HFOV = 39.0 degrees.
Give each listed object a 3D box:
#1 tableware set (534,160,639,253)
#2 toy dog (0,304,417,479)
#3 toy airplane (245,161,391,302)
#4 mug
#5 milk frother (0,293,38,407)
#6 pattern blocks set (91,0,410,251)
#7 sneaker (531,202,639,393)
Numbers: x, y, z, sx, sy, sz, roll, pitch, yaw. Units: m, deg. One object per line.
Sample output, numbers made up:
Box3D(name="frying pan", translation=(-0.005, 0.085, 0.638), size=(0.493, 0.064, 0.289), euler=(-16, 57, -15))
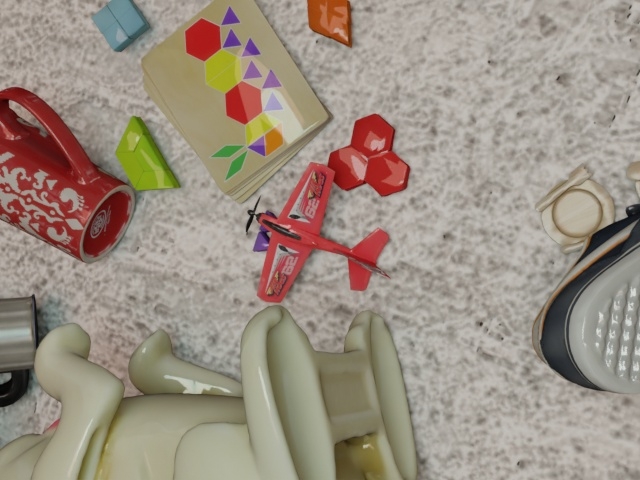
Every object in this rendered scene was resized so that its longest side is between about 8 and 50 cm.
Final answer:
Box3D(name="tableware set", translation=(0.279, 0.002, 0.791), size=(0.141, 0.020, 0.168), euler=(-24, 81, 16))
Box3D(name="toy dog", translation=(-0.131, 0.254, 0.806), size=(0.408, 0.284, 0.395), euler=(-15, 88, 23))
Box3D(name="toy airplane", translation=(0.000, 0.000, 0.862), size=(0.151, 0.028, 0.151), euler=(3, 107, 9))
Box3D(name="mug", translation=(-0.288, -0.062, 0.923), size=(0.169, 0.150, 0.113), euler=(29, 68, 13))
Box3D(name="milk frother", translation=(-0.375, 0.098, 0.975), size=(0.135, 0.143, 0.129), euler=(-3, 131, -16))
Box3D(name="pattern blocks set", translation=(-0.084, -0.145, 0.909), size=(0.285, 0.026, 0.324), euler=(-26, 85, 15))
Box3D(name="sneaker", translation=(0.305, 0.011, 0.720), size=(0.321, 0.127, 0.126), euler=(-25, 91, -14))
